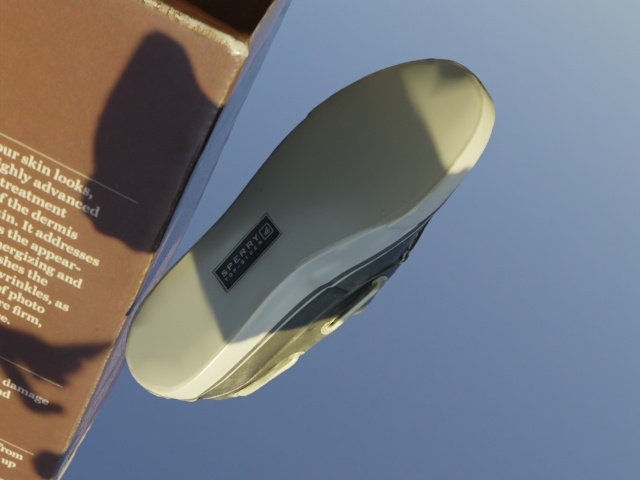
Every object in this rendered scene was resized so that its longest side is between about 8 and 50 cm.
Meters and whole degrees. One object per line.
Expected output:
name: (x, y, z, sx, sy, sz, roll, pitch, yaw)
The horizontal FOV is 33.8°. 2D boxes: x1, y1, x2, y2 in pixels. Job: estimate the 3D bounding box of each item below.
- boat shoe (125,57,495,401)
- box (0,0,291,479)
boat shoe: (0.000, 0.000, 0.515, 0.070, 0.219, 0.077, 26, -151, -53)
box: (-0.172, -0.028, 0.587, 0.191, 0.381, 0.143, 28, -141, -4)
